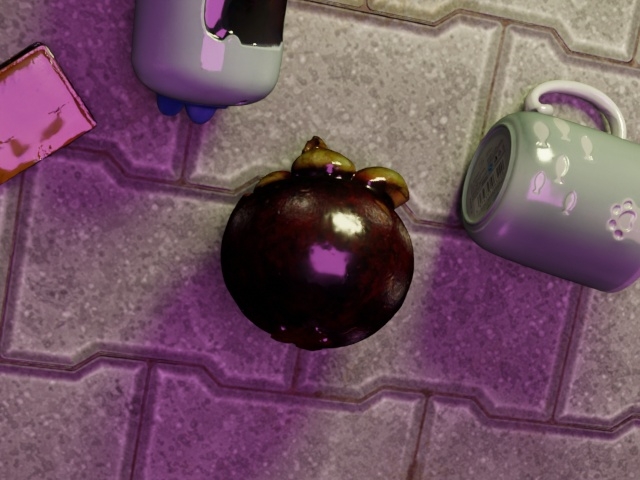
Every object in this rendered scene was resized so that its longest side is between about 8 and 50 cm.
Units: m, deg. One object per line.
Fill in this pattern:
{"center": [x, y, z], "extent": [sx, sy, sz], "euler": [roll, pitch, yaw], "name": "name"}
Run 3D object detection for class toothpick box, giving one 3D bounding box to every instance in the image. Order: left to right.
{"center": [-0.172, -0.354, 1.728], "extent": [0.263, 0.263, 0.354], "euler": [5, 101, -14], "name": "toothpick box"}

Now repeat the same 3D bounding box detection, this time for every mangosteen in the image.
{"center": [0.000, 0.000, 1.813], "extent": [0.307, 0.307, 0.347], "euler": [16, 66, -16], "name": "mangosteen"}

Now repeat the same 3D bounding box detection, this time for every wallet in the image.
{"center": [-0.470, -0.196, 1.781], "extent": [0.195, 0.042, 0.161], "euler": [-34, 102, -3], "name": "wallet"}

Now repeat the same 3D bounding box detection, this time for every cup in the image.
{"center": [0.403, -0.116, 1.910], "extent": [0.274, 0.259, 0.356], "euler": [16, 66, -15], "name": "cup"}
